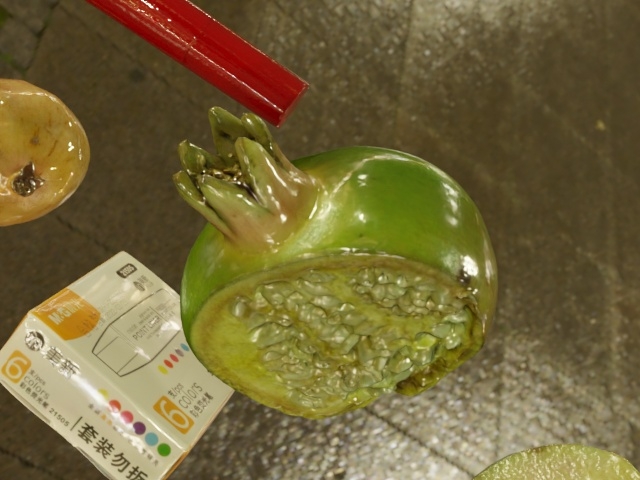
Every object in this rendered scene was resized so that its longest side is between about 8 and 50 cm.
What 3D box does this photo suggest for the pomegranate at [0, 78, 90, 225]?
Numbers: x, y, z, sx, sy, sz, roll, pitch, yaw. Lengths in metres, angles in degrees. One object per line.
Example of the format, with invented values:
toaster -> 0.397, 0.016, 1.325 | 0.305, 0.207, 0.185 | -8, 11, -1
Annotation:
pomegranate -> -0.382, -0.111, 1.451 | 0.191, 0.191, 0.191 | 25, 50, -34

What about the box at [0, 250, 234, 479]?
box -> -0.207, 0.139, 1.285 | 0.221, 0.091, 0.274 | 39, 18, -2

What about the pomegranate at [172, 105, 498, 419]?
pomegranate -> 0.000, 0.000, 1.132 | 0.358, 0.310, 0.216 | 52, 33, -32

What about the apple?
apple -> 0.245, 0.321, 1.248 | 0.265, 0.120, 0.193 | -24, 57, -22

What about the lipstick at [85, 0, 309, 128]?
lipstick -> -0.146, -0.234, 1.367 | 0.280, 0.073, 0.073 | 35, 42, 0
